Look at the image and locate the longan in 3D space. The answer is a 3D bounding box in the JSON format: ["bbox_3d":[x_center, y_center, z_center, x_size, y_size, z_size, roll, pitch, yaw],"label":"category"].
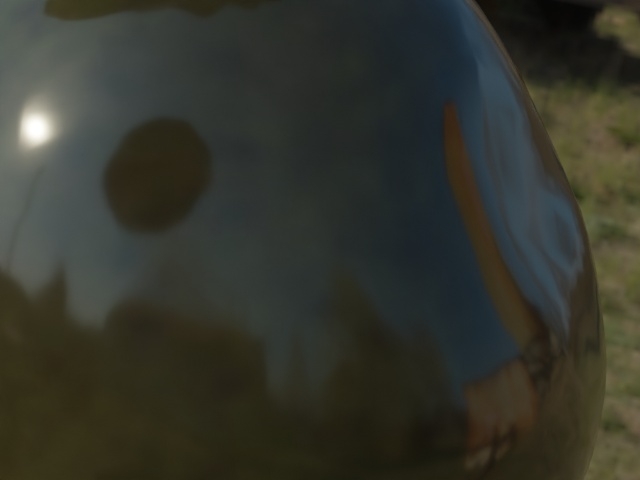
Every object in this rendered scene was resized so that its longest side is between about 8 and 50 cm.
[{"bbox_3d":[-0.039,0.022,0.810,0.361,0.361,0.361,10,14,-3],"label":"longan"}]
